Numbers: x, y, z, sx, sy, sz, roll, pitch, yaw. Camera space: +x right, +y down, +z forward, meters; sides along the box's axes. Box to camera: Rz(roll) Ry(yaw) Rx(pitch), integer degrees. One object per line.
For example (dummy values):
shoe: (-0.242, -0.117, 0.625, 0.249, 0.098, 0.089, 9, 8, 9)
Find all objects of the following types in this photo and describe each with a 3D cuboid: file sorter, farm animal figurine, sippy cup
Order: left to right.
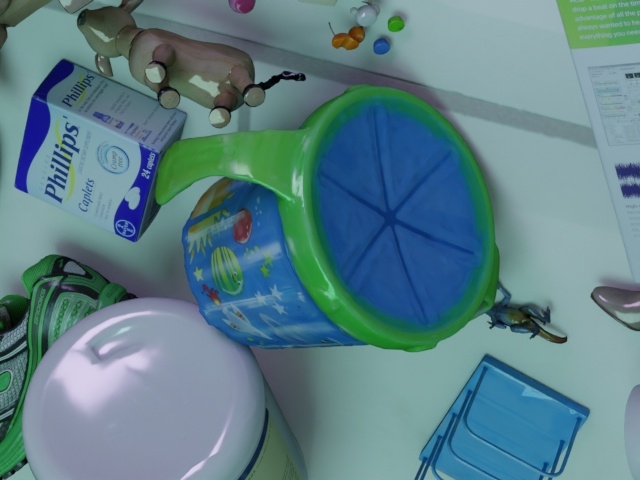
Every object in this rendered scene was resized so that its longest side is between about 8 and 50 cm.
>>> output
farm animal figurine: (-0.210, -0.236, 1.666, 0.327, 0.172, 0.330, -17, 113, -3)
sippy cup: (0.000, 0.000, 1.758, 0.224, 0.240, 0.305, -18, 109, 46)
file sorter: (0.169, 0.224, 1.931, 0.118, 0.104, 0.170, 28, 132, 0)

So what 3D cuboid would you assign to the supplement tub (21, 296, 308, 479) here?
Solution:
supplement tub: (-0.142, 0.224, 1.930, 0.235, 0.235, 0.325, 10, 154, 17)

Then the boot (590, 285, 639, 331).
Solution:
boot: (0.317, 0.048, 1.769, 0.118, 0.042, 0.087, 27, 127, 0)

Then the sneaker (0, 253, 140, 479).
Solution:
sneaker: (-0.317, 0.135, 2.080, 0.146, 0.134, 0.343, 40, 123, -1)

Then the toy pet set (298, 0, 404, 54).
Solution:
toy pet set: (0.025, -0.229, 1.674, 0.114, 0.065, 0.122, 5, 143, -26)

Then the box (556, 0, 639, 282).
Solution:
box: (0.342, -0.109, 1.617, 0.232, 0.058, 0.322, -3, 127, 26)

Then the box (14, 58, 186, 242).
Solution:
box: (-0.214, -0.086, 1.874, 0.137, 0.072, 0.126, 24, 132, 5)

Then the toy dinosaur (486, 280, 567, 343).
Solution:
toy dinosaur: (0.177, 0.079, 1.855, 0.082, 0.047, 0.090, 3, 141, 45)

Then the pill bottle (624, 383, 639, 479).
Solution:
pill bottle: (0.401, 0.174, 1.766, 0.229, 0.131, 0.131, -6, 124, 28)
